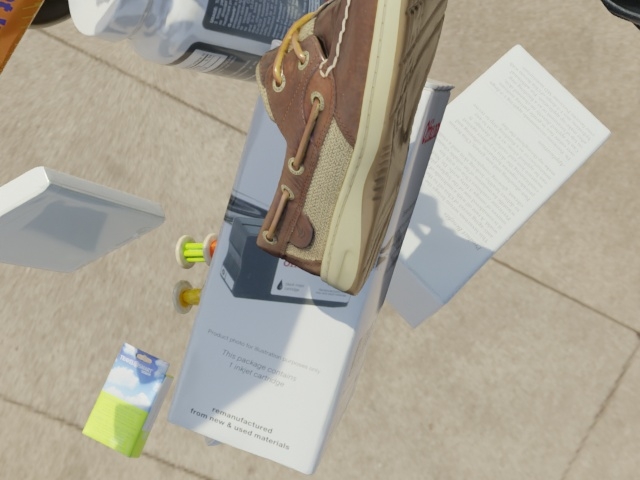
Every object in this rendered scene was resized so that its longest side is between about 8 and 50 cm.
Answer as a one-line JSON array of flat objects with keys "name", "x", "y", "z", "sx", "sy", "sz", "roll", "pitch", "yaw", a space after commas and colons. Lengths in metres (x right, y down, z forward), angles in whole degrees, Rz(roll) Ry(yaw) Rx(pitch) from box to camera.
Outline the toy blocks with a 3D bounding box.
[{"name": "toy blocks", "x": -0.143, "y": 0.050, "z": 1.442, "sx": 0.148, "sy": 0.054, "sz": 0.123, "roll": 0, "pitch": 82, "yaw": 27}]

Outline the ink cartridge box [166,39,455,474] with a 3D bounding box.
[{"name": "ink cartridge box", "x": 0.000, "y": 0.000, "z": 1.045, "sx": 0.166, "sy": 0.285, "sz": 0.395, "roll": 19, "pitch": 101, "yaw": 7}]

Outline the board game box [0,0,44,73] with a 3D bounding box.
[{"name": "board game box", "x": -0.417, "y": -0.245, "z": 0.599, "sx": 0.356, "sy": 0.356, "sz": 0.356, "roll": -48, "pitch": 64, "yaw": 29}]

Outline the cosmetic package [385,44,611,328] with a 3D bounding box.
[{"name": "cosmetic package", "x": 0.246, "y": -0.094, "z": 1.628, "sx": 0.230, "sy": 0.161, "sz": 0.453, "roll": 46, "pitch": 66, "yaw": 6}]

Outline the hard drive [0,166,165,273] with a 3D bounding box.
[{"name": "hard drive", "x": -0.388, "y": -0.022, "z": 1.426, "sx": 0.203, "sy": 0.307, "sz": 0.040, "roll": -27, "pitch": 74, "yaw": 15}]

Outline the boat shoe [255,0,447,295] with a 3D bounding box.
[{"name": "boat shoe", "x": 0.008, "y": -0.110, "z": 0.710, "sx": 0.123, "sy": 0.123, "sz": 0.342, "roll": 19, "pitch": 134, "yaw": 11}]

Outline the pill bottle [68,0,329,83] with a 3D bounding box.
[{"name": "pill bottle", "x": -0.165, "y": -0.352, "z": 1.435, "sx": 0.362, "sy": 0.210, "sz": 0.210, "roll": 5, "pitch": 103, "yaw": -40}]

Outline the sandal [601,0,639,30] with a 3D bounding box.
[{"name": "sandal", "x": 0.216, "y": -0.180, "z": 0.645, "sx": 0.254, "sy": 0.054, "sz": 0.097, "roll": 39, "pitch": 138, "yaw": 20}]

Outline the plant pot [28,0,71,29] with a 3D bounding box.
[{"name": "plant pot", "x": -0.465, "y": -0.542, "z": 1.516, "sx": 0.280, "sy": 0.323, "sz": 0.323, "roll": 43, "pitch": 92, "yaw": 9}]

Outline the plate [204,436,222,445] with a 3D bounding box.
[{"name": "plate", "x": -0.078, "y": 0.166, "z": 1.480, "sx": 0.045, "sy": 0.277, "sz": 0.278, "roll": 43, "pitch": 93, "yaw": -18}]

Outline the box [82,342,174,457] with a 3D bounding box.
[{"name": "box", "x": -0.341, "y": 0.286, "z": 1.749, "sx": 0.109, "sy": 0.042, "sz": 0.178, "roll": 21, "pitch": 82, "yaw": 20}]
